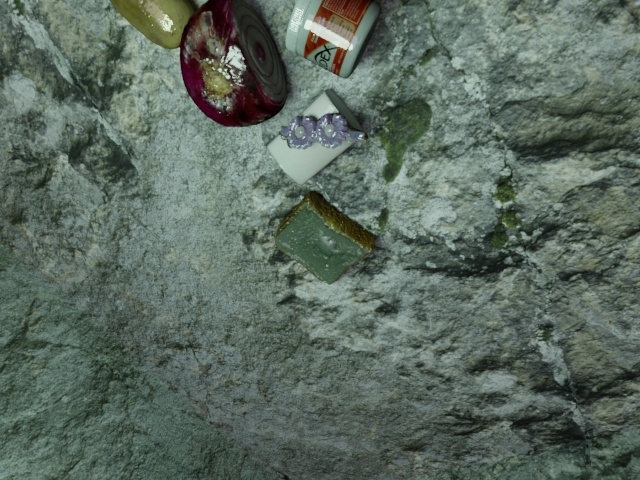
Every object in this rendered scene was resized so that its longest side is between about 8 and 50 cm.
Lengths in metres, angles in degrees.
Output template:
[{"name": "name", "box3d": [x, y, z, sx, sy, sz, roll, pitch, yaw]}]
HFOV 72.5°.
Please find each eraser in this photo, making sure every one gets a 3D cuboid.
[{"name": "eraser", "box3d": [-0.019, -0.315, 1.364, 0.270, 0.095, 0.174, -36, 102, 30]}]

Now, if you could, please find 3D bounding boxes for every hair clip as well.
[{"name": "hair clip", "box3d": [0.001, -0.314, 1.266, 0.292, 0.084, 0.106, 7, 98, 24]}]

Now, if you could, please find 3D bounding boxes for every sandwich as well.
[{"name": "sandwich", "box3d": [0.000, 0.000, 1.556, 0.301, 0.099, 0.271, 36, 124, -9]}]

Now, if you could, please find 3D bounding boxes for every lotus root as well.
[{"name": "lotus root", "box3d": [-0.502, -0.692, 1.228, 0.342, 0.151, 0.169, 41, 123, -14]}]

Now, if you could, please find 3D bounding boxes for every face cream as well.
[{"name": "face cream", "box3d": [0.034, -0.551, 1.132, 0.187, 0.201, 0.201, 27, 125, -2]}]

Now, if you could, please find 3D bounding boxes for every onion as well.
[{"name": "onion", "box3d": [-0.261, -0.484, 1.228, 0.260, 0.282, 0.337, -11, 131, 25]}]
